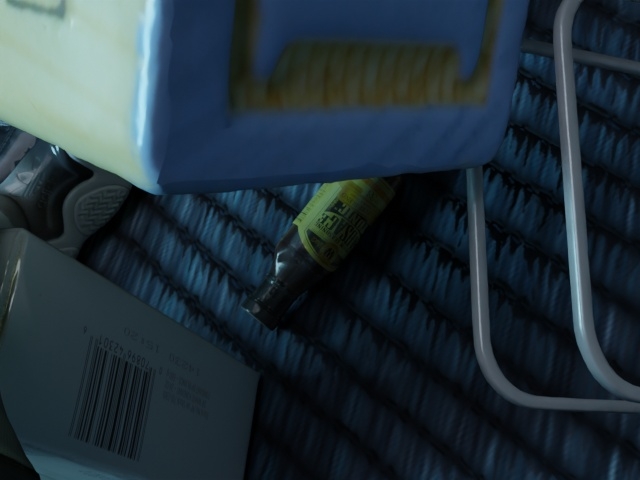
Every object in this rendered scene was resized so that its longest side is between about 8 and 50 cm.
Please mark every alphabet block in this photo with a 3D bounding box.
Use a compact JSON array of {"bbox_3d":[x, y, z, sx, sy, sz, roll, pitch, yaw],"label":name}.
[{"bbox_3d":[-0.041,-0.139,0.419,0.197,0.192,0.193,23,111,42],"label":"alphabet block"}]

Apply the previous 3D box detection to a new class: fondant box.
[{"bbox_3d":[-0.235,0.087,0.596,0.330,0.238,0.096,-2,66,25],"label":"fondant box"}]

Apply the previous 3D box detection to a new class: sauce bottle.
[{"bbox_3d":[0.000,0.000,0.647,0.042,0.042,0.128,33,85,35],"label":"sauce bottle"}]

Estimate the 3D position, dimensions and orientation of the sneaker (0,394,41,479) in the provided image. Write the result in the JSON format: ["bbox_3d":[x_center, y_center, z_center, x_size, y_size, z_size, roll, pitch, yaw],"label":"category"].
[{"bbox_3d":[-0.176,0.005,0.405,0.108,0.100,0.271,-41,55,-3],"label":"sneaker"}]

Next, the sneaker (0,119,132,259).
[{"bbox_3d":[-0.228,-0.050,0.755,0.268,0.101,0.153,-46,49,-3],"label":"sneaker"}]

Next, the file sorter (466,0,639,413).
[{"bbox_3d":[0.200,-0.034,0.383,0.278,0.173,0.193,153,120,-61],"label":"file sorter"}]
